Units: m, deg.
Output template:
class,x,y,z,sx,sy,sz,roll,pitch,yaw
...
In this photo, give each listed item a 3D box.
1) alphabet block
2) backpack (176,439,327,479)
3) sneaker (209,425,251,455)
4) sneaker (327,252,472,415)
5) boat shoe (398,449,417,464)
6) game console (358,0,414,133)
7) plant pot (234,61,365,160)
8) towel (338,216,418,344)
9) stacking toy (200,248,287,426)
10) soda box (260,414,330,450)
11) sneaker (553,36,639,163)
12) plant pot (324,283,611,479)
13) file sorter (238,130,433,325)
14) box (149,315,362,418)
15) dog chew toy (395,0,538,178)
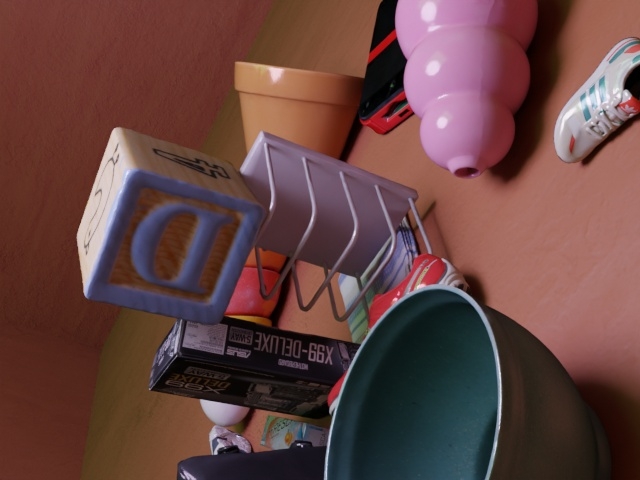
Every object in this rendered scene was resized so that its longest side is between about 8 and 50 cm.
class,x,y,z,sx,sy,sz,roll,pitch,yaw
alphabet block,-0.214,-0.022,1.039,0.193,0.193,0.197,-65,28,13
backpack,-0.069,0.479,0.974,0.273,0.290,0.356,46,121,51
sneaker,-0.197,0.484,1.495,0.153,0.094,0.235,-60,34,3
sneaker,0.102,0.138,1.063,0.279,0.107,0.118,-52,44,15
boat shoe,0.105,0.260,0.918,0.113,0.104,0.307,79,-152,-79
game console,0.202,-0.408,1.406,0.386,0.060,0.342,-30,43,57
plant pot,-0.052,-0.269,1.621,0.291,0.290,0.204,-141,57,-68
towel,0.099,0.086,1.236,0.209,0.034,0.285,-57,24,30
stacking toy,-0.210,0.166,1.660,0.350,0.350,0.480,-25,67,61
soda box,-0.041,0.343,1.296,0.183,0.062,0.058,-18,55,63
sneaker,0.332,-0.154,0.859,0.161,0.057,0.075,-58,18,21
plant pot,0.159,0.212,0.752,0.293,0.196,0.293,-49,30,41
file sorter,0.000,0.000,1.126,0.193,0.277,0.173,-57,27,31
box,-0.100,0.206,1.192,0.242,0.307,0.077,134,146,-58
dog chew toy,0.208,-0.248,1.067,0.206,0.206,0.332,-32,50,57
